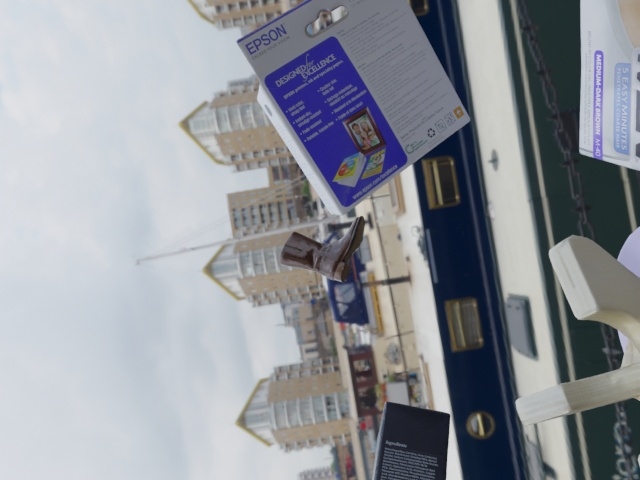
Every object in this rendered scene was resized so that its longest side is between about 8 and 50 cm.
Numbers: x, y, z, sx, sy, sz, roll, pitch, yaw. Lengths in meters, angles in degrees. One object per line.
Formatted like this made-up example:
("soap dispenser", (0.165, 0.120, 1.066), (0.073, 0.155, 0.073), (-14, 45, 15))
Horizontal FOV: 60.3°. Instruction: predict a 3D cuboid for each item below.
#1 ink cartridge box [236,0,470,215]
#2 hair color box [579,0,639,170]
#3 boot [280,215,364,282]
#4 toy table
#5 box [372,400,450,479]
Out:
("ink cartridge box", (0.041, -0.168, 0.604), (0.208, 0.206, 0.045), (58, 161, -14))
("hair color box", (0.363, -0.134, 0.441), (0.339, 0.110, 0.185), (-131, 27, -64))
("boot", (0.000, 0.000, 0.817), (0.106, 0.114, 0.037), (-67, -28, -12))
("toy table", (0.310, 0.108, 0.483), (0.252, 0.161, 0.274), (116, 143, -45))
("box", (0.116, 0.328, 0.752), (0.156, 0.093, 0.158), (88, -167, -54))
